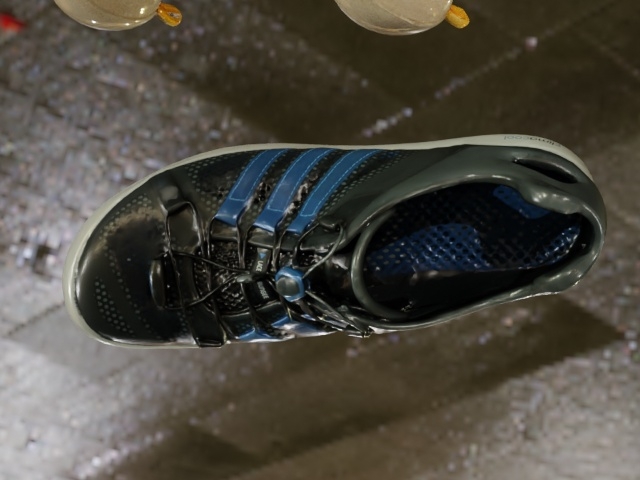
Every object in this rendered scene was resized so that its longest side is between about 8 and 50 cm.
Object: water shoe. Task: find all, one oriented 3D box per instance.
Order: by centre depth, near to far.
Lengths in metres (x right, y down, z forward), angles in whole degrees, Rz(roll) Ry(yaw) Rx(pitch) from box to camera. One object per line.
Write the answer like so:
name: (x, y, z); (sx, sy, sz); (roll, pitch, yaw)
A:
water shoe: (0.000, 0.000, 0.624); (0.203, 0.073, 0.080); (-12, -170, 6)

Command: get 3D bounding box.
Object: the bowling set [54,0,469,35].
bowling set: (-0.091, -0.146, 0.634); (0.287, 0.154, 0.200); (36, 136, -20)
